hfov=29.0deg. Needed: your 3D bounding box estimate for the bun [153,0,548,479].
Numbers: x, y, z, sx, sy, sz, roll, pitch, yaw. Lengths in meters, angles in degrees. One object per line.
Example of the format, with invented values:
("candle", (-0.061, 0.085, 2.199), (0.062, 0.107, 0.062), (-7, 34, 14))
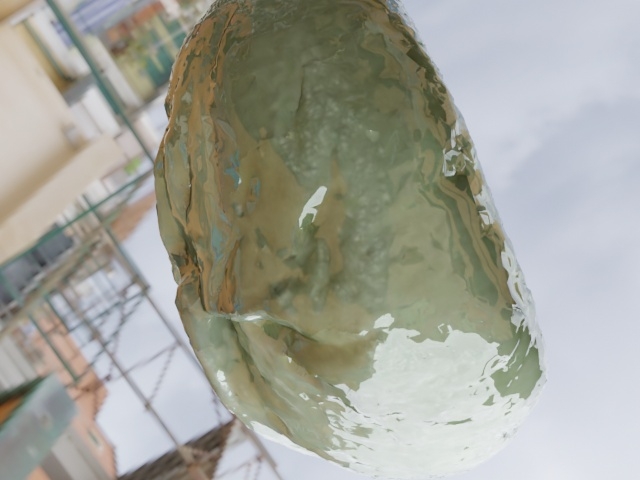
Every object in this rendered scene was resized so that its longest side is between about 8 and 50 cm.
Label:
("bun", (0.000, 0.000, 0.498), (0.126, 0.213, 0.204), (-21, 171, -5))
